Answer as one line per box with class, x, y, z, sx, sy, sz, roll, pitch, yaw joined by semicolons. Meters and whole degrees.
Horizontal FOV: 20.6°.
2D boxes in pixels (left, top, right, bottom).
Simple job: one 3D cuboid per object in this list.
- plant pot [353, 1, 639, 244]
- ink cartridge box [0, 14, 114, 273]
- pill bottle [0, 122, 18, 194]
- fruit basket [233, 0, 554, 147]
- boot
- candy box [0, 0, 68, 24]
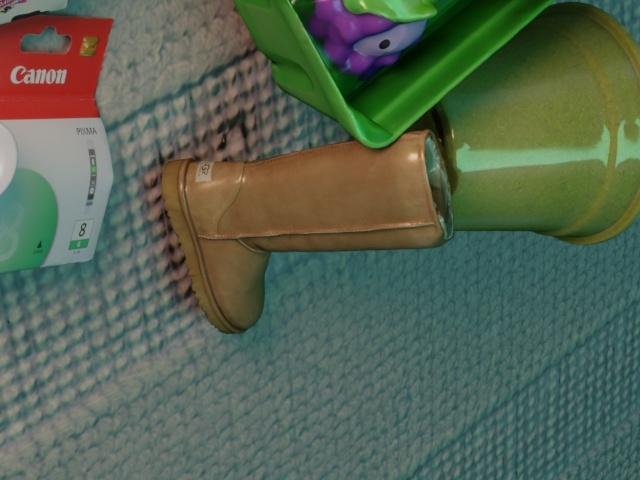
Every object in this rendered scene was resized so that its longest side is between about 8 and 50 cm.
plant pot;0.186;-0.114;1.925;0.254;0.276;0.276;-10;120;-33
ink cartridge box;-0.245;-0.084;1.553;0.181;0.056;0.224;-9;120;-60
pill bottle;-0.315;-0.082;1.425;0.078;0.137;0.078;-26;130;-37
fruit basket;0.121;-0.289;1.610;0.392;0.392;0.283;-42;119;-25
boot;0.000;0.000;1.736;0.236;0.270;0.089;68;24;-45
candy box;-0.242;-0.271;1.372;0.159;0.071;0.233;-22;153;-43
